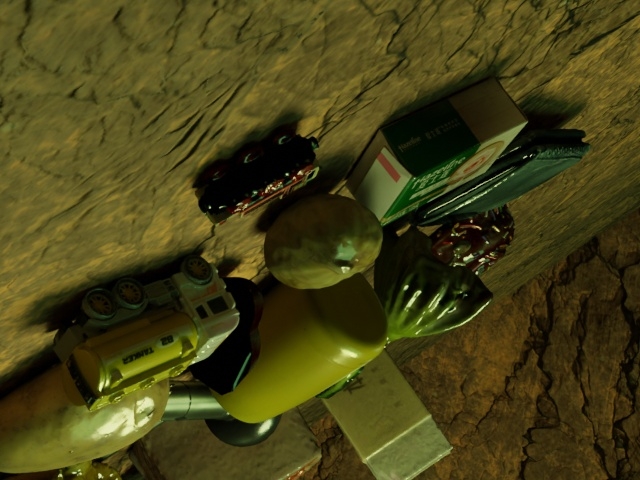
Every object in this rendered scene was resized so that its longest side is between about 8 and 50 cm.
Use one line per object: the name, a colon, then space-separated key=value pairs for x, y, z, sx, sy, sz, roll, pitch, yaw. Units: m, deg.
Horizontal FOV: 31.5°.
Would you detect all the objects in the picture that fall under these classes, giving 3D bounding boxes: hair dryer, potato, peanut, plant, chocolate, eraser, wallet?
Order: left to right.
potato: x=-0.299 y=0.203 z=1.374 sx=0.234 sy=0.128 sz=0.161 roll=-29 pitch=151 yaw=-2
hair dryer: x=-0.266 y=0.275 z=1.832 sx=0.284 sy=0.156 sz=0.320 roll=-19 pitch=165 yaw=36
chocolate: x=-0.127 y=0.118 z=1.469 sx=0.125 sy=0.149 sz=0.080 roll=2 pitch=-176 yaw=25
peanut: x=0.000 y=0.000 z=1.383 sx=0.140 sy=0.109 sz=0.159 roll=22 pitch=153 yaw=-39
eraser: x=0.073 y=0.254 z=1.946 sx=0.144 sy=0.343 sz=0.078 roll=-34 pitch=165 yaw=-8
plant: x=0.133 y=0.146 z=1.771 sx=0.251 sy=0.180 sz=0.333 roll=-121 pitch=-127 yaw=-81
wallet: x=0.285 y=-0.104 z=1.799 sx=0.237 sy=0.075 sz=0.342 roll=-34 pitch=171 yaw=25

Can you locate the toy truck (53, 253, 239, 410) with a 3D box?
toy truck: x=-0.194 y=0.106 z=1.269 sx=0.227 sy=0.114 sz=0.098 roll=-21 pitch=161 yaw=-46

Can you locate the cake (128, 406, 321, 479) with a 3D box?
cake: x=-0.173 y=0.388 z=2.098 sx=0.309 sy=0.230 sz=0.237 roll=-30 pitch=169 yaw=-22

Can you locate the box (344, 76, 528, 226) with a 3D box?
box: x=0.143 y=-0.110 z=1.413 sx=0.199 sy=0.081 sz=0.135 roll=-30 pitch=166 yaw=-28

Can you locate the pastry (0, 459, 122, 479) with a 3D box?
pastry: x=-0.415 y=0.434 z=1.749 sx=0.235 sy=0.132 sz=0.240 roll=-23 pitch=159 yaw=7

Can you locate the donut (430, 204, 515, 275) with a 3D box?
donut: x=0.273 y=0.021 z=2.153 sx=0.216 sy=0.096 sz=0.230 roll=-28 pitch=166 yaw=-28

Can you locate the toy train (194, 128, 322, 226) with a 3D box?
toy train: x=-0.064 y=-0.060 z=1.143 sx=0.138 sy=0.050 sz=0.087 roll=-30 pitch=170 yaw=-17

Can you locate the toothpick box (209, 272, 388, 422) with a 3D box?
toothpick box: x=-0.047 y=0.158 z=1.699 sx=0.271 sy=0.175 sz=0.175 roll=-38 pitch=167 yaw=30

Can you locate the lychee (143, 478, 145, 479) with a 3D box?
lychee: x=-0.270 y=0.534 z=2.375 sx=0.236 sy=0.236 sz=0.271 roll=-41 pitch=162 yaw=25
